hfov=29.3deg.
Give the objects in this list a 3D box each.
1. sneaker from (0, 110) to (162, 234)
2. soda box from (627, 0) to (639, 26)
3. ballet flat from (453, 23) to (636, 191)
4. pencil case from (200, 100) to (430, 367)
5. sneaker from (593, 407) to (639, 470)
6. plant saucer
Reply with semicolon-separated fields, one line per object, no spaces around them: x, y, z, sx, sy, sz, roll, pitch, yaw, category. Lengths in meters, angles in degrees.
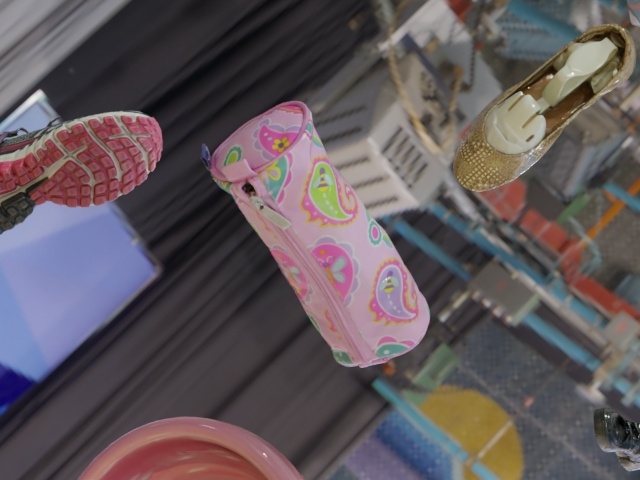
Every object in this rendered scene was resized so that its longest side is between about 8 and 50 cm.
-0.345;-0.102;1.523;0.112;0.299;0.121;-113;-173;-52;sneaker
0.374;-0.211;1.115;0.183;0.063;0.058;26;-18;32;soda box
0.199;-0.126;1.097;0.073;0.206;0.067;45;-7;16;ballet flat
0.000;0.000;1.226;0.124;0.124;0.284;25;-27;57;pencil case
0.382;0.230;1.417;0.089;0.051;0.170;-13;-34;27;sneaker
-0.110;0.327;1.093;0.332;0.332;0.084;36;8;35;plant saucer
